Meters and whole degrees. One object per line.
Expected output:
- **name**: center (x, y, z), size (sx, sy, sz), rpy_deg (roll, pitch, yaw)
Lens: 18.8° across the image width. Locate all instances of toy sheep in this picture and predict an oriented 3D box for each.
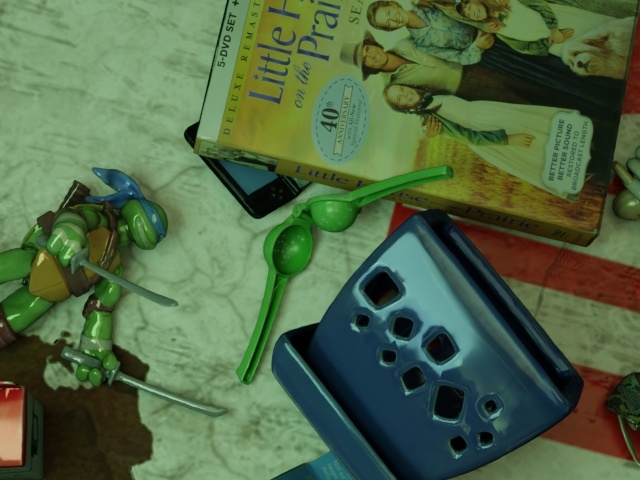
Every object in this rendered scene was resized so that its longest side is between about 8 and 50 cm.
- **toy sheep**: center (0.354, -0.069, 1.977), size (0.132, 0.091, 0.091), rpy_deg (-41, 83, 8)

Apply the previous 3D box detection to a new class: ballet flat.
- **ballet flat**: center (0.354, 0.220, 1.940), size (0.070, 0.070, 0.188), rpy_deg (-34, 80, -8)

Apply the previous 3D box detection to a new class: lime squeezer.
- **lime squeezer**: center (0.000, 0.000, 1.931), size (0.059, 0.110, 0.310), rpy_deg (34, 111, -31)

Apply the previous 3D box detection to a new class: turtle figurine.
- **turtle figurine**: center (-0.260, 0.069, 1.876), size (0.266, 0.198, 0.275), rpy_deg (-20, 77, -2)

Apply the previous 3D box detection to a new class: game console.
- **game console**: center (-0.058, -0.101, 1.974), size (0.122, 0.071, 0.107), rpy_deg (49, 44, 8)

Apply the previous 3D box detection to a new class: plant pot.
- **plant pot**: center (0.097, 0.122, 1.851), size (0.212, 0.236, 0.236), rpy_deg (-39, 84, 9)

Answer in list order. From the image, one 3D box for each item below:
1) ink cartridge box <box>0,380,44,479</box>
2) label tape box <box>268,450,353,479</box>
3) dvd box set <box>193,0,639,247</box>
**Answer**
- **ink cartridge box**: center (-0.340, 0.182, 1.832), size (0.134, 0.231, 0.078), rpy_deg (0, 79, -2)
- **label tape box**: center (-0.039, 0.363, 1.870), size (0.333, 0.106, 0.241), rpy_deg (-30, 82, -7)
- **dvd box set**: center (0.105, -0.188, 1.979), size (0.420, 0.062, 0.308), rpy_deg (14, 74, -4)
